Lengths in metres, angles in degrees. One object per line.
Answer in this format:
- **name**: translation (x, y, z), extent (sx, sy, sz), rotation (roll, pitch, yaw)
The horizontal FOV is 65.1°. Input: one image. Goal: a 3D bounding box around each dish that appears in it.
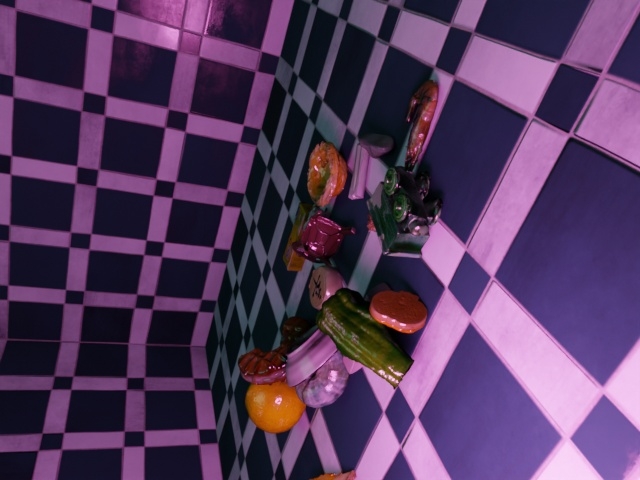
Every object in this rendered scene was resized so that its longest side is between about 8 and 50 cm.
- **dish**: translation (-0.035, 0.398, 1.863), extent (0.316, 0.106, 0.316), rotation (-41, 3, 2)

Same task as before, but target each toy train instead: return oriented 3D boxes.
- **toy train**: translation (0.256, -0.097, 1.519), extent (0.202, 0.145, 0.266), rotation (115, 152, -43)

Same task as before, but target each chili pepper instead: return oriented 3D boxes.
- **chili pepper**: translation (0.150, 0.283, 1.535), extent (0.385, 0.213, 0.168), rotation (40, 118, 38)

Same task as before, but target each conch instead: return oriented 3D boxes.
- **conch**: translation (0.006, 0.531, 1.897), extent (0.220, 0.195, 0.277), rotation (-55, -21, -34)

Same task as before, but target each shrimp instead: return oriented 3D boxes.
- **shrimp**: translation (0.304, -0.368, 1.610), extent (0.169, 0.058, 0.296), rotation (-129, 54, -69)

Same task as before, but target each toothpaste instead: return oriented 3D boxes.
- **toothpaste**: translation (-0.096, -0.015, 2.408), extent (0.110, 0.077, 0.328), rotation (-122, 44, -53)

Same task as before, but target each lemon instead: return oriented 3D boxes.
- **lemon**: translation (-0.193, 0.693, 2.179), extent (0.293, 0.292, 0.293), rotation (-173, 90, -67)

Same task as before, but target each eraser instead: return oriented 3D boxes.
- **eraser**: translation (0.160, 0.305, 1.726), extent (0.089, 0.061, 0.352), rotation (-121, 43, -56)

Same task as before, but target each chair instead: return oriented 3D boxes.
- **chair**: translation (0.000, 0.000, 2.051), extent (0.183, 0.175, 0.326), rotation (-63, 10, -4)

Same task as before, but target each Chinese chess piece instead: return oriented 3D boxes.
- **Chinese chess piece**: translation (0.018, 0.196, 2.068), extent (0.188, 0.083, 0.189), rotation (-170, 90, -67)

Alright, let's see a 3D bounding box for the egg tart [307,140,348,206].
- **egg tart**: translation (0.033, -0.279, 2.133), extent (0.288, 0.118, 0.289), rotation (-171, 90, -66)

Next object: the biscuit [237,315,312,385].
- **biscuit**: translation (-0.164, 0.474, 2.125), extent (0.268, 0.366, 0.115), rotation (7, 130, 50)

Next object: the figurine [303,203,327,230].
- **figurine**: translation (-0.006, -0.095, 2.195), extent (0.154, 0.132, 0.132), rotation (-88, 20, -45)

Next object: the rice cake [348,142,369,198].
- **rice cake**: translation (0.155, -0.268, 1.937), extent (0.080, 0.042, 0.222), rotation (12, 94, 63)

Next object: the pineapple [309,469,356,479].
- **pineapple**: translation (0.071, 0.887, 1.739), extent (0.140, 0.164, 0.249), rotation (57, 160, -5)

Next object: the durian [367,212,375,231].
- **durian**: translation (0.192, -0.067, 1.740), extent (0.091, 0.080, 0.080), rotation (-53, 31, 14)

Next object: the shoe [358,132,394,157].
- **shoe**: translation (0.207, -0.339, 1.823), extent (0.195, 0.079, 0.078), rotation (41, 156, 54)

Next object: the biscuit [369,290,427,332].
- **biscuit**: translation (0.231, 0.208, 1.476), extent (0.170, 0.170, 0.050), rotation (-116, 30, -53)
